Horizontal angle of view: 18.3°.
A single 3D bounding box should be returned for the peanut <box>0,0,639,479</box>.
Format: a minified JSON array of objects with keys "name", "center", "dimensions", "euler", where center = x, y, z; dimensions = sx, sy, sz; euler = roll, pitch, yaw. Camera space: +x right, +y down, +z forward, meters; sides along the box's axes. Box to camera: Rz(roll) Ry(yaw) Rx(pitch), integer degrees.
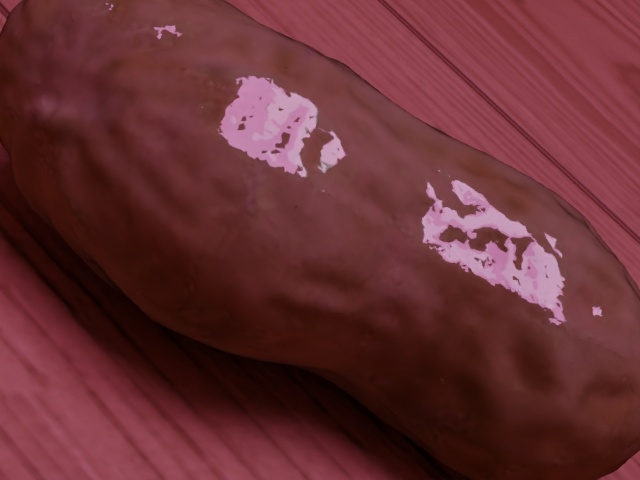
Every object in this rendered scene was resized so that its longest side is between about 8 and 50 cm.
[{"name":"peanut","center":[0.000,0.000,0.821],"dimensions":[0.319,0.147,0.147],"euler":[34,34,-1]}]
